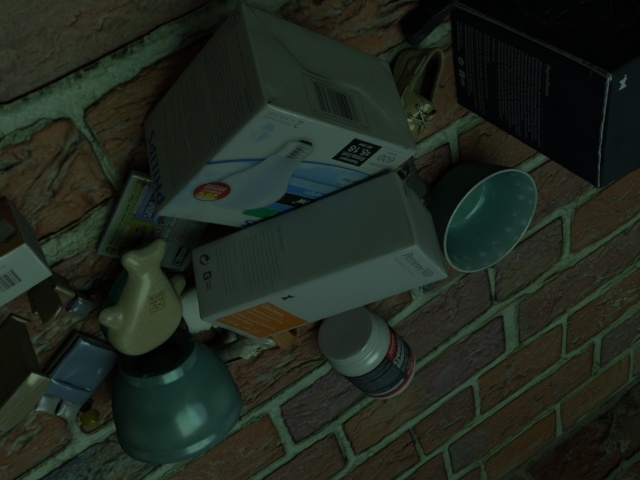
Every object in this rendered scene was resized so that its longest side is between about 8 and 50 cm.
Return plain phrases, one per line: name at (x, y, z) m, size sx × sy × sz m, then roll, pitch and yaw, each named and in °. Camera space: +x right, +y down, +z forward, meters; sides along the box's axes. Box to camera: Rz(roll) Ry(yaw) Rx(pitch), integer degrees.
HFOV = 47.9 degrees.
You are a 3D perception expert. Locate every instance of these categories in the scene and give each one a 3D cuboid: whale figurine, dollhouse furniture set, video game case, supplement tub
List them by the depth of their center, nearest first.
video game case at (-0.334, -0.036, 1.488) m, size 0.193 × 0.023 × 0.212 m, roll 14°, pitch 124°, yaw -31°
dollhouse furniture set at (-0.510, 0.274, 1.508) m, size 0.286 × 0.198 × 0.303 m, roll -49°, pitch 135°, yaw 4°
whale figurine at (-0.386, 0.108, 1.512) m, size 0.216 × 0.141 × 0.272 m, roll -29°, pitch 138°, yaw -40°
supplement tub at (0.130, 0.308, 1.990) m, size 0.191 × 0.191 × 0.272 m, roll -44°, pitch 135°, yaw -1°

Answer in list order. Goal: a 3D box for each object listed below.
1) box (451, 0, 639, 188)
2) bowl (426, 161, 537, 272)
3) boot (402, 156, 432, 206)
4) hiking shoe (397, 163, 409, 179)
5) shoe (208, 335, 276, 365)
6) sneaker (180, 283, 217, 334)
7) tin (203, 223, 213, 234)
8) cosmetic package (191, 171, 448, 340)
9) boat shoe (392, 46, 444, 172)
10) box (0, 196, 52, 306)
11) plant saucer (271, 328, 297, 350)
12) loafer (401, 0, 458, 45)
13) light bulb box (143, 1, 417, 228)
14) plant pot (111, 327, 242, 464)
box at (0.633, -0.431, 1.627) m, size 0.480 × 0.472 × 0.297 m, roll -28°, pitch 133°, yaw -15°
bowl at (0.407, -0.085, 1.929) m, size 0.311 × 0.163 × 0.311 m, roll -18°, pitch 128°, yaw -24°
boot at (0.156, -0.105, 1.814) m, size 0.246 × 0.083 × 0.161 m, roll -40°, pitch 123°, yaw -5°
hiking shoe at (0.084, -0.219, 1.660) m, size 0.132 × 0.113 × 0.304 m, roll -42°, pitch 127°, yaw 12°
shoe at (-0.190, 0.268, 1.743) m, size 0.219 × 0.058 × 0.076 m, roll -18°, pitch 157°, yaw 32°
sneaker at (-0.236, 0.173, 1.716) m, size 0.169 × 0.108 × 0.292 m, roll -24°, pitch 142°, yaw 5°
tin at (-0.267, -0.069, 1.524) m, size 0.189 × 0.040 × 0.106 m, roll -43°, pitch 135°, yaw 18°
cosmetic package at (-0.003, 0.047, 1.448) m, size 0.453 × 0.161 × 0.230 m, roll -21°, pitch 155°, yaw 18°
boat shoe at (0.200, -0.292, 1.592) m, size 0.109 × 0.098 × 0.302 m, roll 31°, pitch 71°, yaw -42°
box at (-0.582, 0.023, 1.298) m, size 0.130 × 0.170 × 0.091 m, roll -34°, pitch 135°, yaw -11°
plant saucer at (-0.106, 0.163, 1.714) m, size 0.037 × 0.200 × 0.200 m, roll -26°, pitch 135°, yaw 7°
loafer at (0.250, -0.505, 1.603) m, size 0.170 × 0.062 × 0.061 m, roll -41°, pitch 157°, yaw 1°
light bulb box at (-0.085, -0.196, 1.355) m, size 0.358 × 0.225 × 0.361 m, roll 10°, pitch 146°, yaw -39°
plant pot at (-0.340, 0.322, 1.615) m, size 0.293 × 0.293 × 0.196 m, roll -24°, pitch 123°, yaw -20°
